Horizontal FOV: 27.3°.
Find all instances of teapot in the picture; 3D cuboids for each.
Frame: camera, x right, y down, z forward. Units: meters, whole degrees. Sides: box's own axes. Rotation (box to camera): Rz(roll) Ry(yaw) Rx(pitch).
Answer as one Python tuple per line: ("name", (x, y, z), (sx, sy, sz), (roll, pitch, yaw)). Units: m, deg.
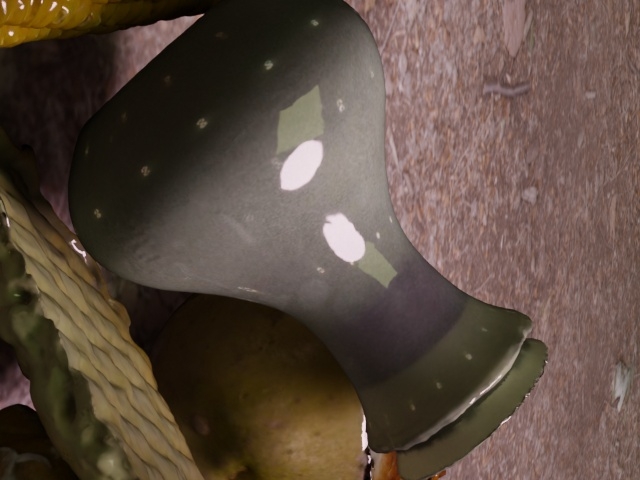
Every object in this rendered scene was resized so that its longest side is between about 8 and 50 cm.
("teapot", (0.000, 0.000, 0.683), (0.251, 0.183, 0.183), (48, 41, -7))

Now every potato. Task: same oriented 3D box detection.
("potato", (-0.053, 0.106, 0.819), (0.117, 0.182, 0.202), (-8, 121, -25))

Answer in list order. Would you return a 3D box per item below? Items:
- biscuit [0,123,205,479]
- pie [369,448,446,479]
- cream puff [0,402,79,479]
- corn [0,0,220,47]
("biscuit", (-0.113, 0.057, 0.644), (0.273, 0.036, 0.187), (61, 1, 9))
("pie", (0.037, 0.157, 1.052), (0.308, 0.085, 0.308), (7, 90, -69))
("cream puff", (-0.141, 0.160, 0.649), (0.156, 0.121, 0.156), (1, 90, -68))
("corn", (-0.102, -0.162, 0.662), (0.363, 0.120, 0.120), (-34, 126, -57))
